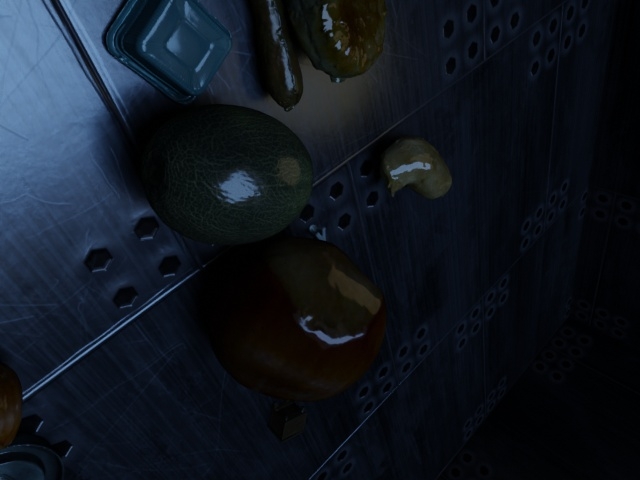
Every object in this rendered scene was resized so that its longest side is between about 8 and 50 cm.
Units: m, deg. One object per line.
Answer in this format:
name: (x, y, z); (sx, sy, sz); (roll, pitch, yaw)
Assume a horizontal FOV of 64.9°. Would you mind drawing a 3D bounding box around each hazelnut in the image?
hazelnut: (-0.533, 0.253, 0.757); (0.150, 0.150, 0.150); (-24, 127, -35)
hazelnut: (-0.046, 0.165, 1.062); (0.366, 0.366, 0.365); (-24, 127, -35)

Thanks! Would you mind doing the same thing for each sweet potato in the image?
sweet potato: (-0.084, -0.370, 0.907); (0.075, 0.075, 0.273); (-33, 129, -29)

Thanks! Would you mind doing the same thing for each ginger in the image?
ginger: (0.247, -0.187, 1.303); (0.267, 0.138, 0.152); (8, 121, -35)

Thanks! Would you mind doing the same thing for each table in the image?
table: (-0.090, 0.490, 1.391); (0.083, 0.070, 0.082); (-11, 120, -41)

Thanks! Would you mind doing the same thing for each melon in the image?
melon: (-0.146, -0.111, 0.862); (0.302, 0.238, 0.237); (-6, 116, -46)

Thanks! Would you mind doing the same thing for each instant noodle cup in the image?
instant noodle cup: (-0.224, -0.314, 0.798); (0.179, 0.070, 0.157); (33, 89, -51)

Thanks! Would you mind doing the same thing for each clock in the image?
clock: (-0.575, 0.442, 0.890); (0.215, 0.042, 0.214); (-24, 128, -35)

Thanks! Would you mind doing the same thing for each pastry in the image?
pastry: (0.027, -0.424, 0.928); (0.236, 0.121, 0.256); (-26, 116, -53)

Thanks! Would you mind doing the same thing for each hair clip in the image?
hair clip: (0.001, -0.001, 1.241); (0.030, 0.039, 0.115); (-38, 147, -12)
